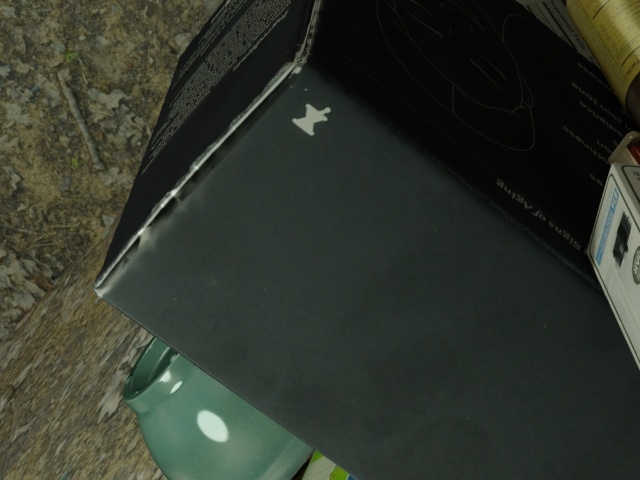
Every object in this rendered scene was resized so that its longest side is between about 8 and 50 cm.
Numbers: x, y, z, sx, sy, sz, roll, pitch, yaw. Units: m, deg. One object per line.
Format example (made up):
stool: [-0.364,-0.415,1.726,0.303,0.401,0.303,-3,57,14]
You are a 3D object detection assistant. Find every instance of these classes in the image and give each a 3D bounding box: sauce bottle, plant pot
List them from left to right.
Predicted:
plant pot: [-0.123,0.187,2.202,0.293,0.196,0.293,-47,17,19]
sauce bottle: [0.341,-0.158,1.697,0.111,0.111,0.344,-44,47,26]

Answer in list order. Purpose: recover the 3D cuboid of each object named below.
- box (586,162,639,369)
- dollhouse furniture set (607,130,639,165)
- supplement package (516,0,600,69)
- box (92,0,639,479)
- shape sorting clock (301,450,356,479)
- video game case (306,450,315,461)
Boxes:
box: [0.313,0.059,1.264,0.290,0.169,0.087,-105,23,-56]
dollhouse furniture set: [0.326,-0.060,1.488,0.129,0.129,0.184,-56,37,26]
supplement package: [0.266,-0.275,2.087,0.262,0.198,0.199,-6,45,45]
box: [0.100,-0.028,1.610,0.297,0.480,0.472,-46,16,24]
shape sorting clock: [0.027,0.265,1.982,0.206,0.040,0.206,-51,13,16]
video game case: [0.025,0.184,2.200,0.285,0.025,0.204,-39,19,39]
